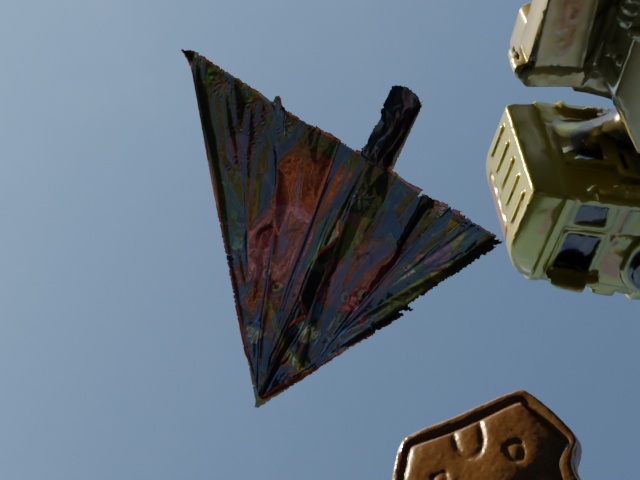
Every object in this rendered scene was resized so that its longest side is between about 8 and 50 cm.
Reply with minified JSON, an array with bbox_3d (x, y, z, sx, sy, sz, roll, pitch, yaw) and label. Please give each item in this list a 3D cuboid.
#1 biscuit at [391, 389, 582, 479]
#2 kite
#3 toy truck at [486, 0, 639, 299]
[{"bbox_3d":[0.152,0.242,1.303,0.182,0.034,0.215,-25,-127,13],"label":"biscuit"},{"bbox_3d":[0.000,0.000,0.984,0.016,0.321,0.234,23,-93,49],"label":"kite"},{"bbox_3d":[0.283,-0.133,1.373,0.254,0.405,0.181,6,-137,-11],"label":"toy truck"}]
